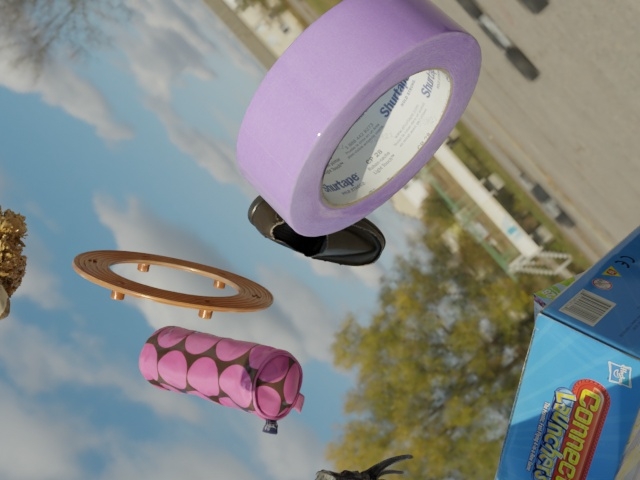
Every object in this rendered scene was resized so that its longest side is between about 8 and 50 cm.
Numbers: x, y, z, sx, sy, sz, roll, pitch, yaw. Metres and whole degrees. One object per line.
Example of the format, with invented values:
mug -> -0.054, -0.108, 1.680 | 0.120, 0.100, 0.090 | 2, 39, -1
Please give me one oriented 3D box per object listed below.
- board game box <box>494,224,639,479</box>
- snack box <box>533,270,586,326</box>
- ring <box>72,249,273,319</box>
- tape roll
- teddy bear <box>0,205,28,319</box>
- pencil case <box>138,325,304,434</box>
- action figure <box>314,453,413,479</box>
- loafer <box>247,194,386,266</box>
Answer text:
board game box -> 0.258, 0.137, 0.820 | 0.086, 0.302, 0.308 | 27, -143, 30
snack box -> 0.386, 0.106, 1.166 | 0.207, 0.174, 0.070 | -133, 27, -55
ring -> -0.244, 0.074, 1.621 | 0.337, 0.032, 0.336 | 13, -171, -2
tape roll -> 0.044, -0.134, 1.039 | 0.090, 0.275, 0.275 | 46, -173, 20
teddy bear -> -0.458, 0.061, 1.026 | 0.113, 0.245, 0.338 | 35, -167, 31
pencil case -> -0.119, 0.161, 1.176 | 0.209, 0.095, 0.098 | 10, 164, 40
action figure -> -0.010, 0.316, 0.990 | 0.141, 0.275, 0.164 | 32, 147, 2
loafer -> 0.000, 0.000, 1.389 | 0.220, 0.080, 0.078 | 14, -151, -26
